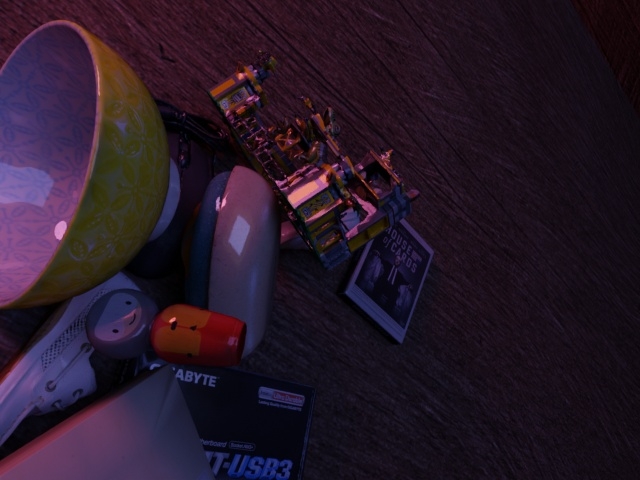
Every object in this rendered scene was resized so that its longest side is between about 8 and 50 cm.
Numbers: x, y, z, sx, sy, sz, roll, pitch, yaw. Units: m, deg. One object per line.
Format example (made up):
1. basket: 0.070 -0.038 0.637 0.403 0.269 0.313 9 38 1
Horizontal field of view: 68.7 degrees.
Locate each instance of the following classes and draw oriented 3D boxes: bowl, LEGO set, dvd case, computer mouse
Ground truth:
1. bowl: -0.254 -0.065 0.518 0.156 0.289 0.290 15 70 -54
2. LEGO set: 0.005 -0.132 0.682 0.192 0.331 0.255 -34 144 -5
3. dvd case: 0.142 0.063 0.957 0.179 0.029 0.239 43 57 -25
4. computer mouse: -0.217 -0.083 0.666 0.188 0.072 0.273 18 69 -36

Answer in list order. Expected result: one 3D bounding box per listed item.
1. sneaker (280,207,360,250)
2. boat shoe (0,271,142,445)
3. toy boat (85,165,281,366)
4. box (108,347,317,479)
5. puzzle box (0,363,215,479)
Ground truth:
1. sneaker: 0.000 0.000 0.831 0.212 0.080 0.094 -17 106 -40
2. boat shoe: -0.297 0.149 0.529 0.096 0.098 0.277 42 55 -23
3. toy boat: -0.138 0.048 0.568 0.147 0.318 0.268 9 107 2
4. box: -0.157 0.317 0.624 0.295 0.073 0.294 26 65 -33
5. puzzle box: -0.156 0.354 0.434 0.272 0.052 0.409 -21 91 -78
